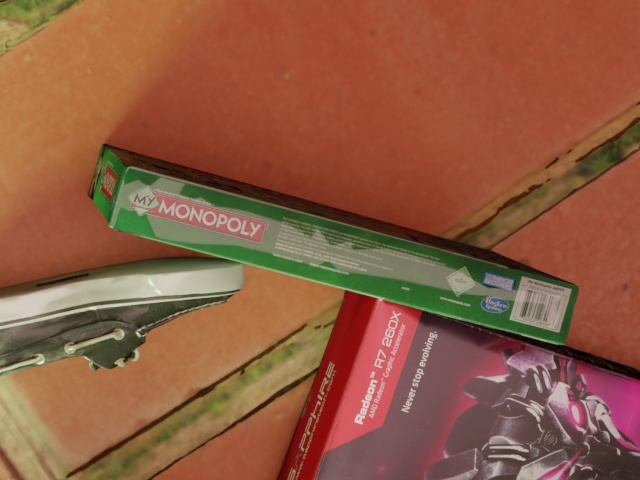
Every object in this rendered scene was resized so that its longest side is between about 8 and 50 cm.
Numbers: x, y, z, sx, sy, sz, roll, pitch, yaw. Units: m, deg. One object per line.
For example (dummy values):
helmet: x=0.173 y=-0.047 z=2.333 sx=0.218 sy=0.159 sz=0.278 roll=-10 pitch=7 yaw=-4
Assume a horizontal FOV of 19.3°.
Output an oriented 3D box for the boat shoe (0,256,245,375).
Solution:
boat shoe: x=-0.160 y=0.058 z=1.381 sx=0.219 sy=0.078 sz=0.070 roll=-10 pitch=98 yaw=-1

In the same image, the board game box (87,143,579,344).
board game box: x=0.000 y=0.000 z=1.330 sx=0.317 sy=0.213 sz=0.046 roll=15 pitch=94 yaw=-12

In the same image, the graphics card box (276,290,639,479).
graphics card box: x=0.162 y=0.194 z=1.446 sx=0.371 sy=0.094 sz=0.232 roll=19 pitch=93 yaw=-13
